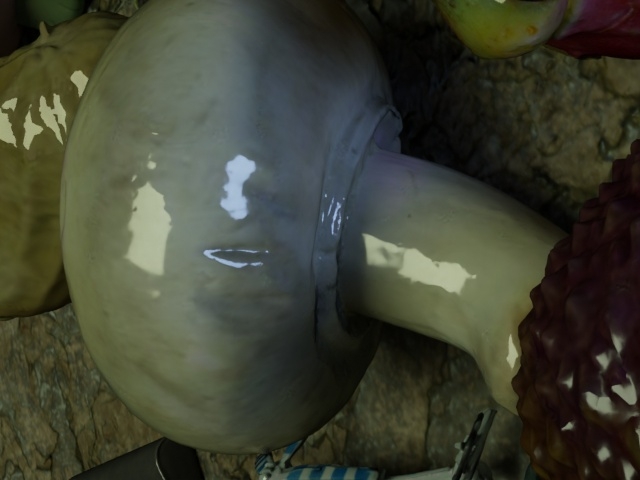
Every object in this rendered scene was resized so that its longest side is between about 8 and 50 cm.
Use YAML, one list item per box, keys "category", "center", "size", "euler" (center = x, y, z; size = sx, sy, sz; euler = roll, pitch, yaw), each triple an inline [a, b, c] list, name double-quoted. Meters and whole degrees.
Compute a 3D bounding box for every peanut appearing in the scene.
- category: "peanut"
  center: [-0.225, -0.047, 1.437]
  size: [0.158, 0.174, 0.340]
  euler: [59, 140, 36]

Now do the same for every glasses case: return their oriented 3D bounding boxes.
- category: "glasses case"
  center: [-0.165, 0.223, 1.522]
  size: [0.190, 0.042, 0.072]
  euler: [-28, 82, 51]

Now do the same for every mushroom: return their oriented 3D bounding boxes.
- category: "mushroom"
  center: [-0.033, 0.009, 1.108]
  size: [0.356, 0.315, 0.315]
  euler: [61, 138, 20]

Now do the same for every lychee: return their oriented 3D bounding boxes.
- category: "lychee"
  center: [0.217, 0.045, 0.845]
  size: [0.271, 0.271, 0.271]
  euler: [13, 107, 51]

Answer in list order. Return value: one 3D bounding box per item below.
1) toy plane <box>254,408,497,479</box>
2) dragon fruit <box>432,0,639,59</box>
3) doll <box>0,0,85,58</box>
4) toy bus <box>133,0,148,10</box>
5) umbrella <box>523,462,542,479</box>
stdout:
- category: "toy plane"
  center: [0.039, 0.176, 1.229]
  size: [0.273, 0.107, 0.182]
  euler: [-32, 26, 31]
- category: "dragon fruit"
  center: [0.126, -0.229, 0.908]
  size: [0.305, 0.226, 0.305]
  euler: [8, 100, 51]
- category: "doll"
  center: [-0.348, -0.199, 1.526]
  size: [0.268, 0.284, 0.216]
  euler: [96, -179, -53]
- category: "toy bus"
  center: [-0.033, -0.238, 1.189]
  size: [0.113, 0.139, 0.301]
  euler: [62, 146, 24]
- category: "umbrella"
  center: [0.164, 0.227, 1.051]
  size: [0.143, 0.094, 0.349]
  euler: [20, 108, 41]
